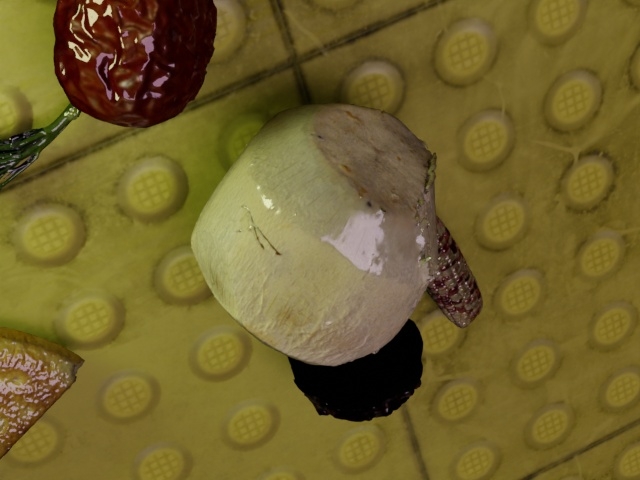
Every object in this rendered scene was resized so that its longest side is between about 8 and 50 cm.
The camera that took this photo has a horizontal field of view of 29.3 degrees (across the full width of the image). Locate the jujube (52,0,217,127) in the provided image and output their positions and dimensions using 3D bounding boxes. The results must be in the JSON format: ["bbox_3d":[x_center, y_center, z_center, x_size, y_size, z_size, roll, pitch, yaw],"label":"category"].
[{"bbox_3d":[-0.231,-0.263,1.553,0.212,0.213,0.232,6,104,-26],"label":"jujube"}]

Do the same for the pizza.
[{"bbox_3d":[-0.518,0.197,1.762,0.268,0.087,0.258,-44,121,3],"label":"pizza"}]

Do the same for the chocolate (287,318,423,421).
[{"bbox_3d":[0.047,0.221,1.979,0.206,0.224,0.177,-52,163,-30],"label":"chocolate"}]

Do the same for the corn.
[{"bbox_3d":[0.198,0.048,1.987,0.086,0.086,0.253,-36,126,-1],"label":"corn"}]

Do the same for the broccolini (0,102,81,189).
[{"bbox_3d":[-0.400,-0.173,1.635,0.271,0.062,0.123,-48,130,-1],"label":"broccolini"}]

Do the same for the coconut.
[{"bbox_3d":[0.000,0.000,1.728,0.346,0.346,0.360,14,131,-29],"label":"coconut"}]
